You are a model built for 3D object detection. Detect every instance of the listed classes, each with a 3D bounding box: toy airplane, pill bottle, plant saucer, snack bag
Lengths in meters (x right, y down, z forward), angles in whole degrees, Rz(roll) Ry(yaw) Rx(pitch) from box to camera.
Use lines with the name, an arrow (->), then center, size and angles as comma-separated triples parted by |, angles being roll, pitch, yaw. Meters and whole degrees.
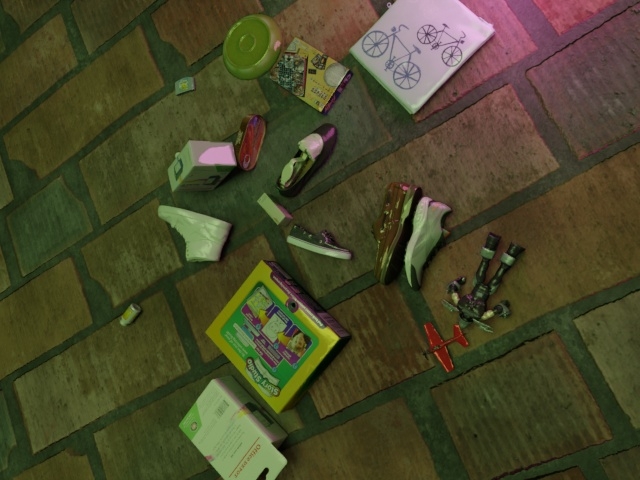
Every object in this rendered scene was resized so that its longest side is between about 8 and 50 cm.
toy airplane -> 0.355, 0.293, 1.608 | 0.151, 0.028, 0.151 | -3, 82, 24
pill bottle -> -0.690, 0.271, 2.057 | 0.083, 0.043, 0.043 | -48, 68, 11
plant saucer -> -0.248, -0.681, 1.978 | 0.241, 0.037, 0.241 | -3, 84, 23
snack bag -> 0.300, -0.608, 1.732 | 0.342, 0.037, 0.323 | -45, 70, 13

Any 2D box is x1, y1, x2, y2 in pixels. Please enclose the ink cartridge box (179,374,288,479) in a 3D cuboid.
ink cartridge box -> -0.251, 0.623, 1.784 | 0.353, 0.119, 0.207 | 40, 100, 23

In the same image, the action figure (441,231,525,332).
action figure -> 0.449, 0.127, 1.554 | 0.185, 0.099, 0.285 | 28, 99, 17

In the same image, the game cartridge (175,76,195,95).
game cartridge -> -0.498, -0.569, 2.086 | 0.083, 0.017, 0.056 | -11, 76, 22

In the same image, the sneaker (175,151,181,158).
sneaker -> -0.495, -0.278, 2.036 | 0.040, 0.043, 0.109 | -39, 69, 17

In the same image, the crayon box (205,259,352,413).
crayon box -> -0.138, 0.296, 1.781 | 0.363, 0.106, 0.313 | 43, 102, 22

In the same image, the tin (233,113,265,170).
tin -> -0.238, -0.329, 1.897 | 0.040, 0.106, 0.190 | 16, 90, 32

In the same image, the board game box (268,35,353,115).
board game box -> -0.034, -0.541, 1.866 | 0.243, 0.042, 0.165 | 39, 100, 22

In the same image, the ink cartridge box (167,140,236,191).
ink cartridge box -> -0.395, -0.242, 1.881 | 0.212, 0.154, 0.093 | -29, 71, 52

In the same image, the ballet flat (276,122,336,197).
ballet flat -> -0.048, -0.257, 1.810 | 0.095, 0.096, 0.280 | 37, 99, 23

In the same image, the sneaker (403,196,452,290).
sneaker -> 0.306, 0.013, 1.626 | 0.108, 0.100, 0.272 | 13, 89, 19

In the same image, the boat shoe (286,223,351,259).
boat shoe -> 0.000, 0.000, 1.775 | 0.228, 0.080, 0.076 | 18, 93, 32

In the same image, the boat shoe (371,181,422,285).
boat shoe -> 0.207, -0.022, 1.675 | 0.104, 0.110, 0.307 | 15, 80, 28

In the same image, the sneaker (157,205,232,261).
sneaker -> -0.459, -0.016, 1.955 | 0.292, 0.108, 0.169 | 16, 87, 23

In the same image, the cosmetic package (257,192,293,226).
cosmetic package -> -0.148, -0.100, 1.856 | 0.041, 0.060, 0.115 | -47, 67, 13
